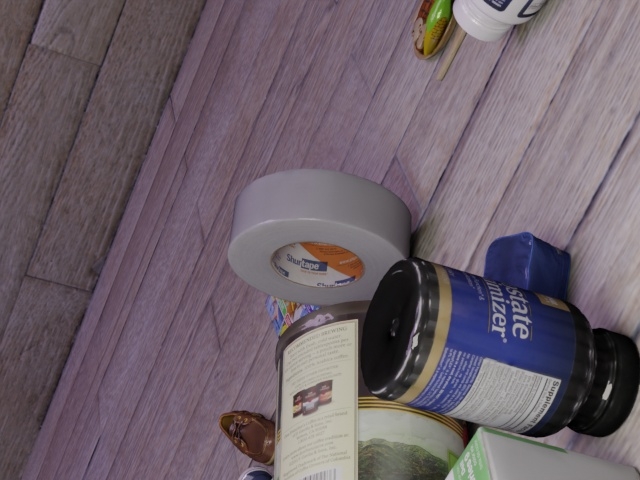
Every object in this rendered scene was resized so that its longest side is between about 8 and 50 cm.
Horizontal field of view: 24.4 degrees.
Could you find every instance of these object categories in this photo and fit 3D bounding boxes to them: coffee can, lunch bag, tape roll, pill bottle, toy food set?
[{"bbox_3d":[0.051,0.228,1.481,0.201,0.201,0.275,127,152,-47],"label":"coffee can"},{"bbox_3d":[0.199,0.048,1.423,0.067,0.065,0.098,-11,62,52],"label":"lunch bag"},{"bbox_3d":[0.000,0.000,1.792,0.219,0.219,0.072,135,147,-55],"label":"tape roll"},{"bbox_3d":[0.214,-0.296,1.617,0.169,0.094,0.094,128,152,-47],"label":"pill bottle"},{"bbox_3d":[0.144,-0.298,1.910,0.192,0.038,0.132,-105,36,-57],"label":"toy food set"},{"bbox_3d":[0.154,0.099,1.261,0.123,0.219,0.122,-164,90,-71],"label":"pill bottle"}]

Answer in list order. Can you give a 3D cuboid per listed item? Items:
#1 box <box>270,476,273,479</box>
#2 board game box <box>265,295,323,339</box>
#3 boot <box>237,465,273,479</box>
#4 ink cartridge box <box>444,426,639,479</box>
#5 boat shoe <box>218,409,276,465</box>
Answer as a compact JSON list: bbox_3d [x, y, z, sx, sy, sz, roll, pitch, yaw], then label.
[{"bbox_3d":[0.008,0.396,1.550,0.121,0.148,0.311,122,154,-48],"label":"box"},{"bbox_3d":[-0.024,0.078,2.086,0.201,0.035,0.136,-116,45,-63],"label":"board game box"},{"bbox_3d":[-0.110,0.403,2.007,0.086,0.069,0.190,-138,67,-73],"label":"boot"},{"bbox_3d":[0.155,0.270,1.217,0.093,0.154,0.212,-102,32,-54],"label":"ink cartridge box"},{"bbox_3d":[-0.101,0.277,2.102,0.178,0.060,0.064,-170,96,-71],"label":"boat shoe"}]
